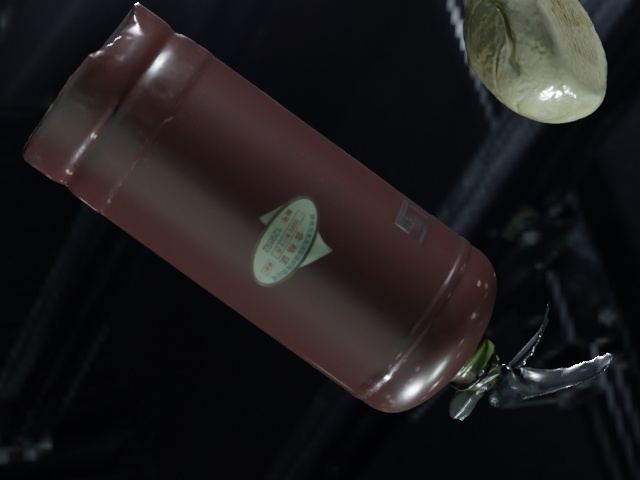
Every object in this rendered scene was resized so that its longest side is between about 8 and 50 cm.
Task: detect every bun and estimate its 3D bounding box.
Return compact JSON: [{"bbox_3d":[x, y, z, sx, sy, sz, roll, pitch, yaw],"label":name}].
[{"bbox_3d":[0.198,-0.192,1.695,0.113,0.166,0.173,-26,-118,25],"label":"bun"}]

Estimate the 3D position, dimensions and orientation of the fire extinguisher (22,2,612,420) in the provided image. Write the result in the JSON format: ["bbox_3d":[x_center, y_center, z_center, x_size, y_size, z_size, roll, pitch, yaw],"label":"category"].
[{"bbox_3d":[0.000,0.000,1.009,0.135,0.337,0.114,-45,-169,48],"label":"fire extinguisher"}]
